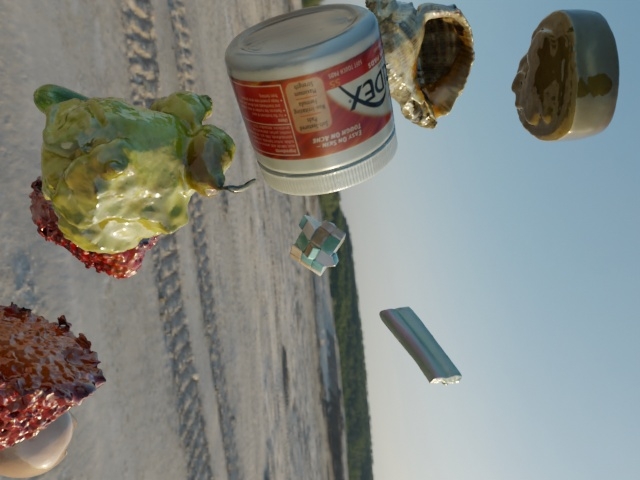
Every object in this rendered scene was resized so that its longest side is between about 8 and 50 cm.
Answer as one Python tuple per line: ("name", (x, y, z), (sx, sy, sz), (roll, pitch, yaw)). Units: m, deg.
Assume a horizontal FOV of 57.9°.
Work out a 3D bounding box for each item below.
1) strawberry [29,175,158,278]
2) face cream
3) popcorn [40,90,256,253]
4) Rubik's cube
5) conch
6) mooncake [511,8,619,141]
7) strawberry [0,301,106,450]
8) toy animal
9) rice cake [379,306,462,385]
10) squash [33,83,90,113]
("strawberry", (-0.331, -0.010, 0.853), (0.286, 0.188, 0.106), (41, -64, 56))
("face cream", (-0.008, -0.190, 0.768), (0.201, 0.200, 0.187), (-94, 170, -55))
("popcorn", (-0.194, -0.070, 0.625), (0.173, 0.195, 0.169), (33, -52, 52))
("Rubik's cube", (-0.003, 0.001, 0.884), (0.073, 0.075, 0.084), (107, 0, -68))
("conch", (0.160, -0.356, 1.097), (0.159, 0.210, 0.291), (46, -7, 41))
("mooncake", (0.437, -0.283, 1.049), (0.235, 0.116, 0.235), (179, -90, -84))
("strawberry", (-0.433, 0.201, 0.785), (0.178, 0.233, 0.234), (-59, -178, 5))
("toy animal", (-0.679, 0.380, 1.180), (0.269, 0.326, 0.237), (55, 42, -64))
("rice cake", (0.212, 0.224, 1.250), (0.222, 0.080, 0.042), (55, -46, 43))
("squash", (-0.446, -0.241, 1.141), (0.228, 0.066, 0.066), (23, 51, -39))
